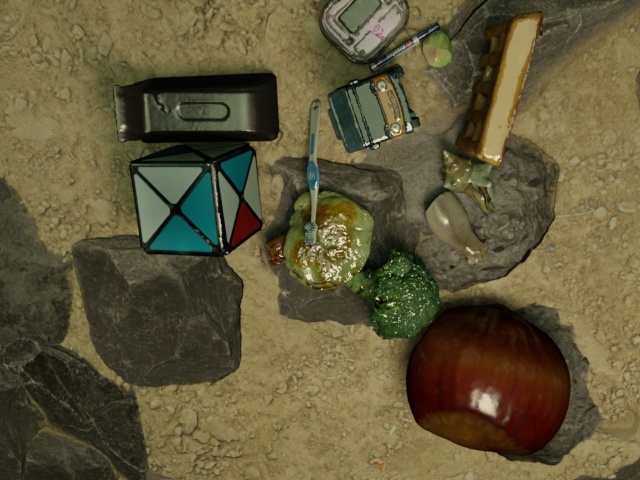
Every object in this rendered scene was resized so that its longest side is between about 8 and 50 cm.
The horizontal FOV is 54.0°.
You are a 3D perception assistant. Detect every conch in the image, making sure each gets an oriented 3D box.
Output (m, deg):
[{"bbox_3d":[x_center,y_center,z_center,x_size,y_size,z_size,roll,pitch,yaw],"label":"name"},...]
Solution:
[{"bbox_3d":[0.406,-0.168,1.662,0.234,0.137,0.114,25,79,-13],"label":"conch"}]

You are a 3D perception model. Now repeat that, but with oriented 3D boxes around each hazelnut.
[{"bbox_3d":[0.447,0.382,1.676,0.429,0.402,0.402,19,105,4],"label":"hazelnut"}]

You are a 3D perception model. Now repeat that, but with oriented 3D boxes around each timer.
[{"bbox_3d":[0.111,-0.567,1.594,0.191,0.069,0.208,42,104,-5],"label":"timer"}]

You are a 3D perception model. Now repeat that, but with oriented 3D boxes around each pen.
[{"bbox_3d":[0.217,-0.501,1.628,0.204,0.025,0.025,-31,102,10],"label":"pen"}]

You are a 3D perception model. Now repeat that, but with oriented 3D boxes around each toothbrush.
[{"bbox_3d":[-0.017,-0.181,1.670,0.040,0.040,0.386,3,85,2],"label":"toothbrush"}]

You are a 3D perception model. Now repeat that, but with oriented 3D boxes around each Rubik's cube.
[{"bbox_3d":[-0.314,-0.112,1.620,0.246,0.250,0.248,1,109,20],"label":"Rubik's cube"}]

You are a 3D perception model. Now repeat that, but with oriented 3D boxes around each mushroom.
[{"bbox_3d":[0.373,-0.027,1.715,0.116,0.093,0.225,-38,96,-10],"label":"mushroom"}]

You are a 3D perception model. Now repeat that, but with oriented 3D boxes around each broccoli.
[{"bbox_3d":[0.196,0.138,1.713,0.270,0.270,0.270,20,108,30],"label":"broccoli"}]

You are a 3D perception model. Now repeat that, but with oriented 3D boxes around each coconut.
[{"bbox_3d":[0.297,-0.491,1.602,0.083,0.081,0.082,3,141,-13],"label":"coconut"}]

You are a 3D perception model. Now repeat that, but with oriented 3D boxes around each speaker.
[{"bbox_3d":[-0.308,-0.333,1.617,0.388,0.184,0.180,-2,105,2],"label":"speaker"}]

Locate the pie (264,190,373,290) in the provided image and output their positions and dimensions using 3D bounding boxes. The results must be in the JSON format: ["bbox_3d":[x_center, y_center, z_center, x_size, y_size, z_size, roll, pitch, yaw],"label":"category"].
[{"bbox_3d":[0.009,0.003,1.719,0.257,0.105,0.274,36,94,11],"label":"pie"}]

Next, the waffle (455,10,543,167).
[{"bbox_3d":[0.424,-0.364,1.514,0.077,0.304,0.348,12,104,0],"label":"waffle"}]

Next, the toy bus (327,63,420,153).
[{"bbox_3d":[0.127,-0.324,1.528,0.194,0.323,0.162,-17,104,10],"label":"toy bus"}]
